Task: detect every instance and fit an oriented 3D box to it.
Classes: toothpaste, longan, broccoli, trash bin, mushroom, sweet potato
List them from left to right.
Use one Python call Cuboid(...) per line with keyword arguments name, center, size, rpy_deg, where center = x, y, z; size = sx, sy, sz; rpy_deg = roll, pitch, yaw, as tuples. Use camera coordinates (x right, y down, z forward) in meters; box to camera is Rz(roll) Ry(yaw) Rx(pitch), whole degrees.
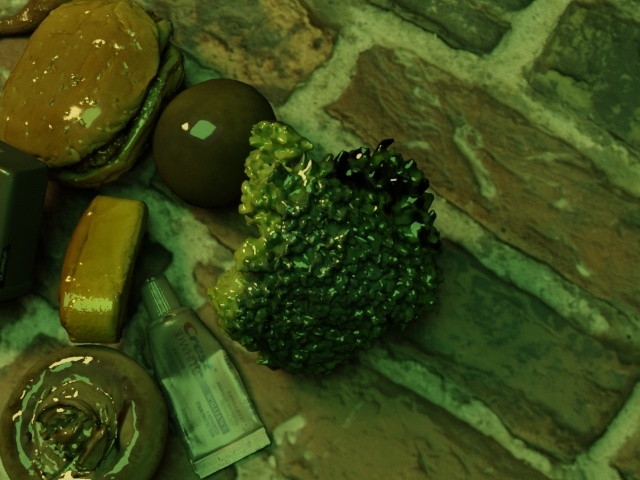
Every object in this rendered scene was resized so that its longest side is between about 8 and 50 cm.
Cuboid(name="trash bin", center=(-0.474, -0.019, 1.614), size=(0.177, 0.101, 0.236), rpy_deg=(27, 113, 25))
Cuboid(name="sweet potato", center=(-0.417, -0.366, 1.796), size=(0.226, 0.068, 0.068), rpy_deg=(-23, 70, 0))
Cuboid(name="mushroom", center=(-0.314, 0.246, 1.520), size=(0.227, 0.178, 0.226), rpy_deg=(-5, 73, 16))
Cuboid(name="toothpaste", center=(-0.178, 0.176, 1.590), size=(0.099, 0.068, 0.282), rpy_deg=(-33, 75, 25))
Cuboid(name="longan", center=(-0.147, -0.138, 1.627), size=(0.189, 0.189, 0.189), rpy_deg=(-2, 72, 7))
Cuboid(name="broccoli", center=(0.002, 0.009, 1.543), size=(0.293, 0.347, 0.281), rpy_deg=(8, 31, -28))

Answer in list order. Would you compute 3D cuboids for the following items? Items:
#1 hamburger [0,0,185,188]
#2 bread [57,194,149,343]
Cuboid(name="hamburger", center=(-0.335, -0.221, 1.666), size=(0.260, 0.144, 0.283), rpy_deg=(2, 58, 36))
Cuboid(name="bread", center=(-0.297, 0.038, 1.593), size=(0.094, 0.102, 0.245), rpy_deg=(3, 46, 2))
